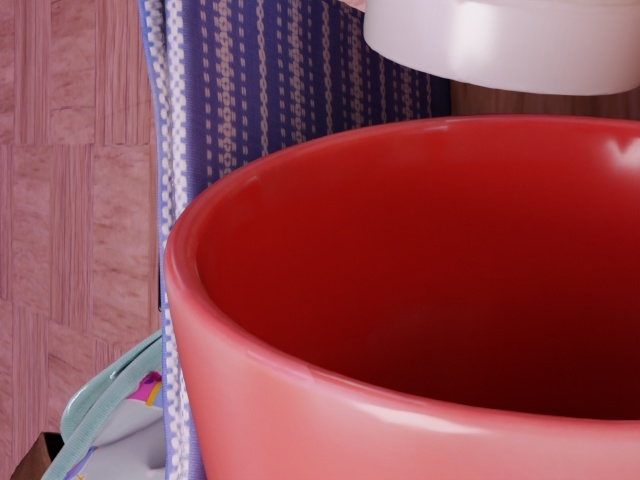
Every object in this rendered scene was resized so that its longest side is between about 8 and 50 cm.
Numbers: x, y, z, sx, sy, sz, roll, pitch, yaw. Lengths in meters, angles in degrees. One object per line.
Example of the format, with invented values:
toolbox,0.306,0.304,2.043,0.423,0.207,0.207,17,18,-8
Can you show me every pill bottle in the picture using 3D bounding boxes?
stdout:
pill bottle,0.098,-0.219,0.658,0.169,0.169,0.302,-136,50,-60

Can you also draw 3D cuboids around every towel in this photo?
towel,0.000,0.000,0.790,0.040,0.336,0.243,-6,84,23

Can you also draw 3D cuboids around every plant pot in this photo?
plant pot,0.082,0.109,0.614,0.275,0.274,0.243,-135,40,-59

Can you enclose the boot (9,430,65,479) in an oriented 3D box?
boot,-0.263,0.311,1.638,0.115,0.112,0.305,-65,30,27

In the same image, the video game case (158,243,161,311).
video game case,-0.072,-0.073,1.248,0.248,0.035,0.275,-176,87,-68

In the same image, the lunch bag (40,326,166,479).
lunch bag,-0.042,0.175,0.855,0.160,0.223,0.262,1,52,35
